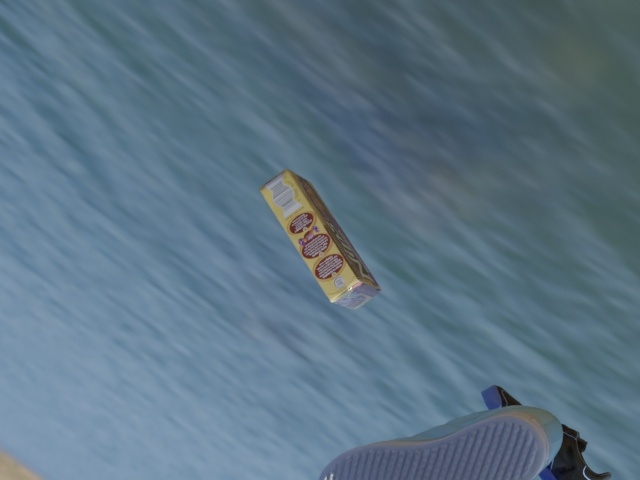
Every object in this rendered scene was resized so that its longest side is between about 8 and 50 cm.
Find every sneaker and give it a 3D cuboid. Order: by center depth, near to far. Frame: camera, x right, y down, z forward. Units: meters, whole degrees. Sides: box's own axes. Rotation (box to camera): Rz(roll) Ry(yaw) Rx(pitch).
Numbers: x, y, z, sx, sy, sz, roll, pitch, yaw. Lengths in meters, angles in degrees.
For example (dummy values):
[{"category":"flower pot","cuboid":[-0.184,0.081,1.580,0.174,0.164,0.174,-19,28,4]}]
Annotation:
[{"category":"sneaker","cuboid":[0.175,0.318,2.036,0.366,0.135,0.150,-17,174,30]},{"category":"sneaker","cuboid":[0.345,0.302,2.244,0.232,0.090,0.081,51,-175,11]}]

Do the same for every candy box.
[{"category":"candy box","cuboid":[0.000,0.000,1.955,0.186,0.053,0.109,56,-170,18]}]
